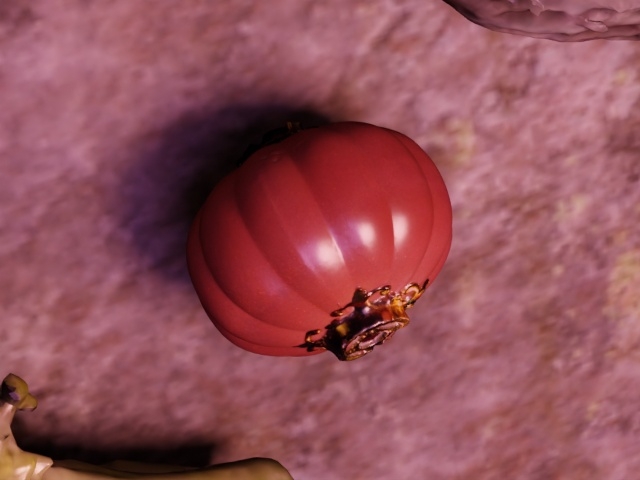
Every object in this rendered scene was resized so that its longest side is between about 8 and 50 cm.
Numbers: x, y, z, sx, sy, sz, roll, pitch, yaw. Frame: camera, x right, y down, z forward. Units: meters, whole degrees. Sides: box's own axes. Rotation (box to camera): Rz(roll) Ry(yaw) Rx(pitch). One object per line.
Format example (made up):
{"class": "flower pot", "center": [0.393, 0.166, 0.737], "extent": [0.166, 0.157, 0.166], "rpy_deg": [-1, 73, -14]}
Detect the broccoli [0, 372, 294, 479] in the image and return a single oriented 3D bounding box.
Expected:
{"class": "broccoli", "center": [-0.105, 0.131, 0.641], "extent": [0.243, 0.263, 0.247], "rpy_deg": [-11, 91, -46]}

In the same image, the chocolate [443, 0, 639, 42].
{"class": "chocolate", "center": [0.148, -0.121, 0.637], "extent": [0.248, 0.110, 0.110], "rpy_deg": [4, 116, -18]}

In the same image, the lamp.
{"class": "lamp", "center": [0.000, 0.000, 0.654], "extent": [0.107, 0.092, 0.107], "rpy_deg": [-24, 159, -10]}
